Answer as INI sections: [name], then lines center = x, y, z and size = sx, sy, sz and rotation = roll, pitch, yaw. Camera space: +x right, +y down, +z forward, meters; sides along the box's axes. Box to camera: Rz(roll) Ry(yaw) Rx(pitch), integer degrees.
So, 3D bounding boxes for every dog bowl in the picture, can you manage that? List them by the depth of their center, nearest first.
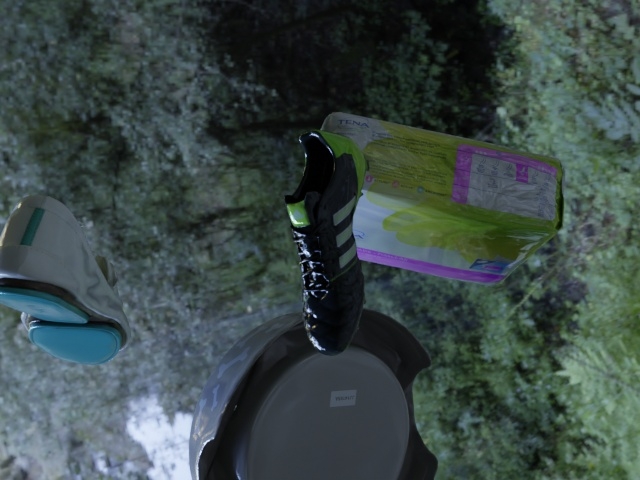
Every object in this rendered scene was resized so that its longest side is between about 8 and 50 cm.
[dog bowl]
center = -0.007, 0.247, 1.097
size = 0.102, 0.348, 0.349
rotation = 10, 105, 54

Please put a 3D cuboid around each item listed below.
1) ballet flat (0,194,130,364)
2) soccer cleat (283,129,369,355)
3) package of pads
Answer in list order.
[ballet flat]
center = -0.299, 0.054, 1.064
size = 0.400, 0.139, 0.139
rotation = 104, 142, -71
[soccer cleat]
center = 0.000, 0.000, 0.696
size = 0.060, 0.072, 0.179
rotation = -7, 75, 38
[package of pads]
center = 0.123, -0.042, 1.072
size = 0.229, 0.296, 0.101
rotation = 113, 168, -68
